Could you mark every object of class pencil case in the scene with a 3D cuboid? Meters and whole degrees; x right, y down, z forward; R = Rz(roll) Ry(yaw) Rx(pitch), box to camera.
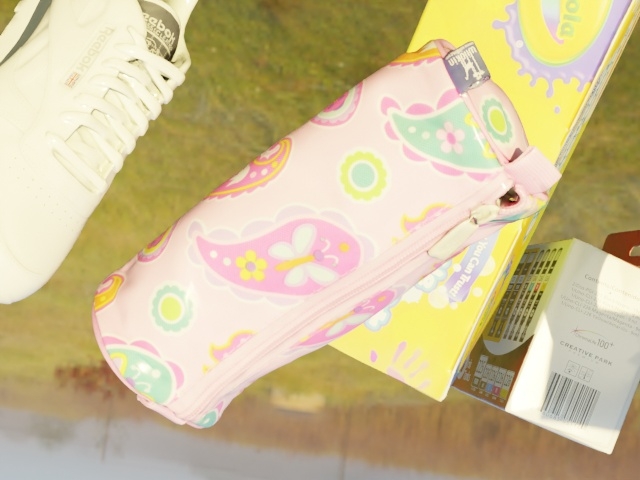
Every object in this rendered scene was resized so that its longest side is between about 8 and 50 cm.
[{"bbox_3d":[0.000,0.000,0.690,0.284,0.124,0.124,-33,158,16],"label":"pencil case"}]

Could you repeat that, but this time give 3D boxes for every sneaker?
[{"bbox_3d":[-0.125,-0.074,0.606,0.095,0.235,0.090,-6,143,26],"label":"sneaker"}]

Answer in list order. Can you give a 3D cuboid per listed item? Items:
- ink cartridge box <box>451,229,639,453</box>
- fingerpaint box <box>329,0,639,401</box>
[{"bbox_3d":[0.290,0.086,1.380,0.130,0.272,0.309,23,176,-3],"label":"ink cartridge box"},{"bbox_3d":[0.171,-0.123,1.120,0.163,0.445,0.371,26,-159,10],"label":"fingerpaint box"}]
